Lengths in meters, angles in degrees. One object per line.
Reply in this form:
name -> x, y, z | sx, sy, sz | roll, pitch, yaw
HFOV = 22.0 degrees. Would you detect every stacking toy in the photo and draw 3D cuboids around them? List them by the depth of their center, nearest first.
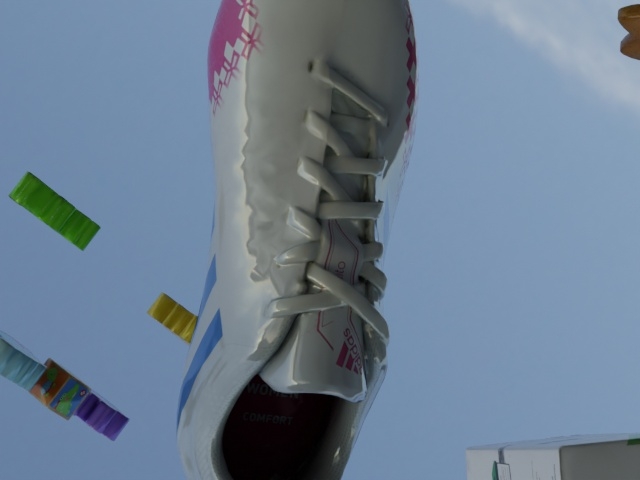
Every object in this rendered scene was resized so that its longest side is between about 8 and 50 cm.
stacking toy -> -0.159, 0.074, 0.928 | 0.052, 0.167, 0.221 | 32, 171, 37

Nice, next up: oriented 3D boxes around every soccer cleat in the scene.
soccer cleat -> 0.000, 0.000, 0.829 | 0.116, 0.331, 0.143 | 3, -164, -18

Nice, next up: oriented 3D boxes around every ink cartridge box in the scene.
ink cartridge box -> 0.262, 0.243, 1.654 | 0.160, 0.219, 0.093 | -3, -97, -19

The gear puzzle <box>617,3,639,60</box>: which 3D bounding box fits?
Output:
gear puzzle -> 0.325, -0.087, 0.875 | 0.338, 0.175, 0.044 | 13, -125, 8
